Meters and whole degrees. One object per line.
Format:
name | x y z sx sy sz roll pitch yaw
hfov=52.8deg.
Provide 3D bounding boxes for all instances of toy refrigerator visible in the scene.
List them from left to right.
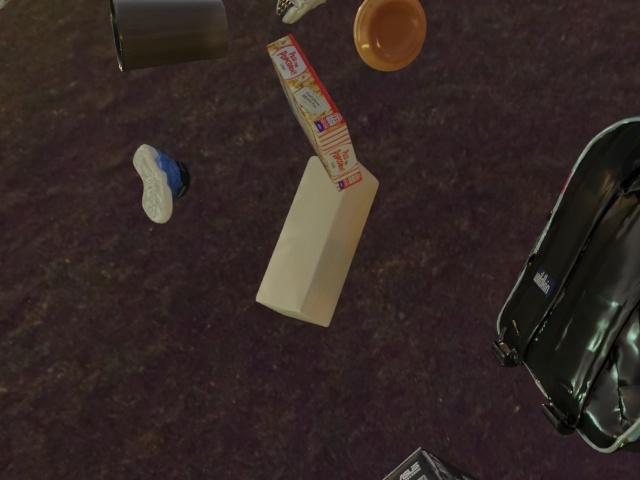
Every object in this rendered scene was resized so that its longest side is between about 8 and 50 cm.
toy refrigerator | 0.000 0.000 1.092 0.102 0.094 0.269 9 73 38

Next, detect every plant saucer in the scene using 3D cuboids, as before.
plant saucer | 0.178 -0.517 1.590 0.200 0.200 0.037 -34 31 -8

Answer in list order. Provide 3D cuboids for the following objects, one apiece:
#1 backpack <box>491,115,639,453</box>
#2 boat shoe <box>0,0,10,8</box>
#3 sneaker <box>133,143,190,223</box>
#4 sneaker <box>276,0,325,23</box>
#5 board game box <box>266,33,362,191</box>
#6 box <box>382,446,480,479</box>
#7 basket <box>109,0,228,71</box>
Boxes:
backpack | 0.288 0.031 0.542 0.191 0.253 0.225 7 23 -16
boat shoe | -0.270 -0.250 0.489 0.049 0.142 0.040 0 38 22
sneaker | -0.232 -0.080 0.994 0.058 0.085 0.152 -45 50 21
sneaker | 0.030 -0.565 1.377 0.292 0.118 0.110 -42 49 14
board game box | -0.009 -0.187 0.959 0.045 0.146 0.193 -27 61 -1
box | 0.149 0.448 0.950 0.242 0.307 0.076 -44 42 9
basket | -0.322 -0.452 1.380 0.227 0.154 0.204 -9 39 -19
